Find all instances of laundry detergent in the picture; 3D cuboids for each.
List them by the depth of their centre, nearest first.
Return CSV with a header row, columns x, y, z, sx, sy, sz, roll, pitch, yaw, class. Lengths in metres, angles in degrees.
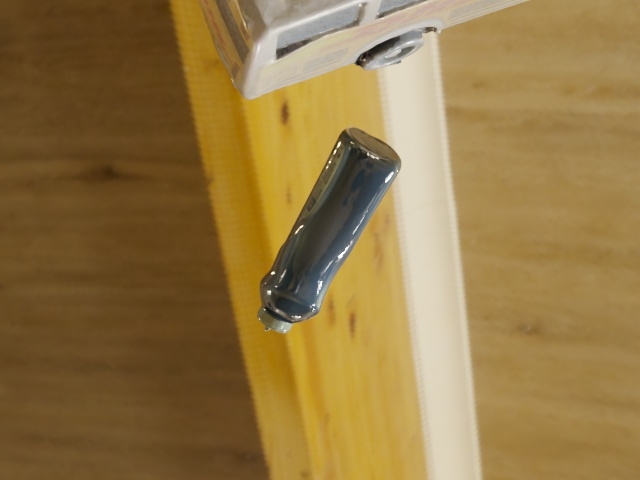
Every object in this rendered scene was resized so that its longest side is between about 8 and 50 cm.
x,y,z,sx,sy,sz,roll,pitch,yaw,class
-0.001,0.000,1.310,0.061,0.097,0.206,25,-75,-16,laundry detergent

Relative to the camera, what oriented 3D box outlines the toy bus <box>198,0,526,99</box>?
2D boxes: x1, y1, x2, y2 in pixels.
x,y,z,sx,sy,sz,roll,pitch,yaw,class
0.097,-0.184,0.798,0.138,0.342,0.097,115,-47,-77,toy bus
